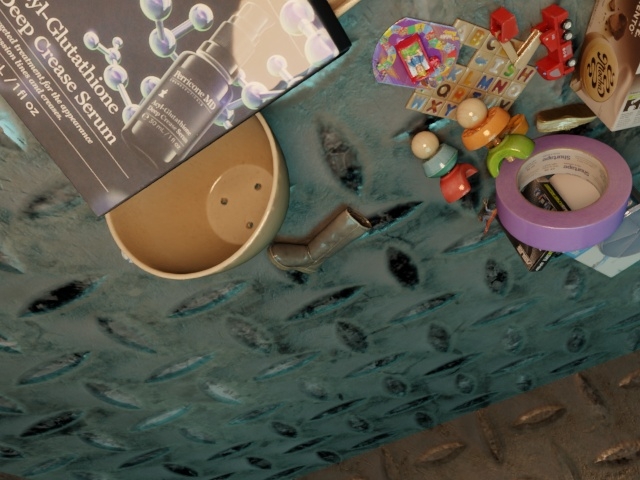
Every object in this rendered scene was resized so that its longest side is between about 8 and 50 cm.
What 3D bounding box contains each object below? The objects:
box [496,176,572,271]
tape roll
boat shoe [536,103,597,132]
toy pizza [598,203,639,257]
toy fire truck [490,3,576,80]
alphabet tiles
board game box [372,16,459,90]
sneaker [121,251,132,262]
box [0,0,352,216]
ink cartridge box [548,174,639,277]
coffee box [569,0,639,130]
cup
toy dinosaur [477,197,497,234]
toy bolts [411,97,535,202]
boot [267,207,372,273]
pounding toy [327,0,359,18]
[{"bbox_3d":[0.536,-0.051,1.343,0.045,0.191,0.184,-2,139,-21],"label":"box"},{"bbox_3d":[0.539,-0.111,1.206,0.274,0.275,0.090,-20,140,4],"label":"tape roll"},{"bbox_3d":[0.551,-0.272,1.205,0.135,0.050,0.045,-5,144,2],"label":"boat shoe"},{"bbox_3d":[0.741,-0.034,1.248,0.201,0.032,0.201,-9,139,-8],"label":"toy pizza"},{"bbox_3d":[0.407,-0.373,1.021,0.135,0.047,0.192,-29,135,7],"label":"toy fire truck"},{"bbox_3d":[0.318,-0.326,1.087,0.237,0.009,0.198,6,135,-25],"label":"alphabet tiles"},{"bbox_3d":[0.183,-0.337,1.000,0.168,0.033,0.133,4,137,-18],"label":"board game box"},{"bbox_3d":[-0.329,0.015,1.168,0.240,0.126,0.091,-25,140,10],"label":"sneaker"},{"bbox_3d":[-0.202,-0.270,0.712,0.395,0.212,0.293,-30,105,17],"label":"box"},{"bbox_3d":[0.725,-0.062,1.390,0.270,0.198,0.197,20,128,-35],"label":"ink cartridge box"},{"bbox_3d":[0.596,-0.379,0.997,0.119,0.168,0.297,-13,141,-4],"label":"coffee box"},{"bbox_3d":[-0.188,-0.088,0.992,0.331,0.331,0.237,-27,166,13],"label":"cup"},{"bbox_3d":[0.452,-0.070,1.392,0.047,0.090,0.082,-16,175,-25],"label":"toy dinosaur"},{"bbox_3d":[0.310,-0.218,1.135,0.158,0.218,0.228,44,131,-11],"label":"toy bolts"},{"bbox_3d":[-0.001,-0.002,1.304,0.208,0.076,0.189,-35,152,31],"label":"boot"},{"bbox_3d":[-0.031,-0.420,0.796,0.181,0.094,0.206,-33,107,19],"label":"pounding toy"}]
